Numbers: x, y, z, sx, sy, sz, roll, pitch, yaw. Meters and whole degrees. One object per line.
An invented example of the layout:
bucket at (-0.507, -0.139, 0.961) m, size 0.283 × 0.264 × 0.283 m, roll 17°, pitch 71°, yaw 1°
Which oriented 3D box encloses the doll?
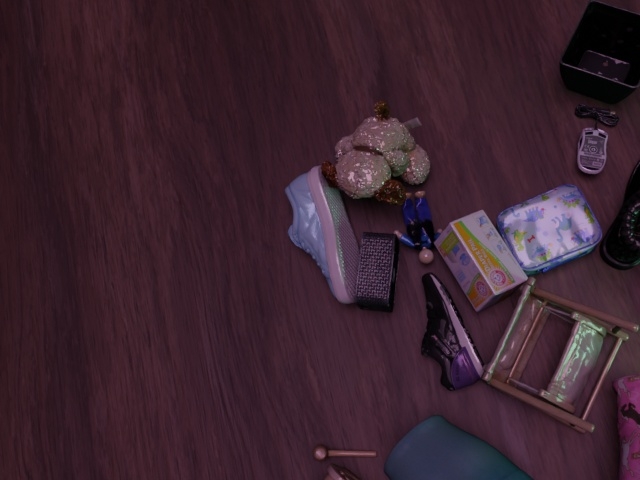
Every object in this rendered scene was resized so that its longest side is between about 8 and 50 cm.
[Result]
doll at (0.246, -0.029, 1.664) m, size 0.129 × 0.046 × 0.189 m, roll -7°, pitch 69°, yaw -12°

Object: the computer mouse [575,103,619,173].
computer mouse at (0.678, -0.246, 1.648) m, size 0.106 × 0.042 × 0.193 m, roll 14°, pitch 72°, yaw 11°

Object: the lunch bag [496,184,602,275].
lunch bag at (0.545, -0.019, 1.584) m, size 0.219 × 0.090 × 0.176 m, roll -23°, pitch 70°, yaw 5°

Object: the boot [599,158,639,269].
boot at (0.757, -0.099, 1.471) m, size 0.131 × 0.260 × 0.348 m, roll 25°, pitch 81°, yaw 17°

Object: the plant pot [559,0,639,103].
plant pot at (0.703, -0.445, 1.630) m, size 0.188 × 0.167 × 0.187 m, roll 25°, pitch 81°, yaw 16°

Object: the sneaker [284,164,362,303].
sneaker at (0.000, 0.000, 1.692) m, size 0.150 × 0.135 × 0.366 m, roll -23°, pitch 69°, yaw 28°

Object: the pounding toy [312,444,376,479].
pounding toy at (0.084, 0.553, 1.488) m, size 0.269 × 0.154 × 0.155 m, roll 36°, pitch 84°, yaw 18°

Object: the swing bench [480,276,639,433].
swing bench at (0.525, 0.257, 1.476) m, size 0.254 × 0.165 × 0.253 m, roll 25°, pitch 82°, yaw 21°

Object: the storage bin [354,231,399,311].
storage bin at (0.142, 0.078, 1.625) m, size 0.084 × 0.122 × 0.180 m, roll 4°, pitch 75°, yaw 13°

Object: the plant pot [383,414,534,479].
plant pot at (0.284, 0.525, 1.411) m, size 0.271 × 0.271 × 0.255 m, roll -44°, pitch 56°, yaw -3°

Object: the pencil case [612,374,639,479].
pencil case at (0.681, 0.468, 1.348) m, size 0.160 × 0.167 × 0.386 m, roll 17°, pitch 65°, yaw -14°

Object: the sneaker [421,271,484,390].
sneaker at (0.282, 0.216, 1.570) m, size 0.124 × 0.107 × 0.283 m, roll -26°, pitch 71°, yaw 10°

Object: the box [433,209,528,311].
box at (0.380, 0.049, 1.573) m, size 0.103 × 0.114 × 0.203 m, roll -21°, pitch 70°, yaw -22°

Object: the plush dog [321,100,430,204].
plush dog at (0.128, -0.198, 1.637) m, size 0.262 × 0.211 × 0.225 m, roll 16°, pitch 60°, yaw 17°
